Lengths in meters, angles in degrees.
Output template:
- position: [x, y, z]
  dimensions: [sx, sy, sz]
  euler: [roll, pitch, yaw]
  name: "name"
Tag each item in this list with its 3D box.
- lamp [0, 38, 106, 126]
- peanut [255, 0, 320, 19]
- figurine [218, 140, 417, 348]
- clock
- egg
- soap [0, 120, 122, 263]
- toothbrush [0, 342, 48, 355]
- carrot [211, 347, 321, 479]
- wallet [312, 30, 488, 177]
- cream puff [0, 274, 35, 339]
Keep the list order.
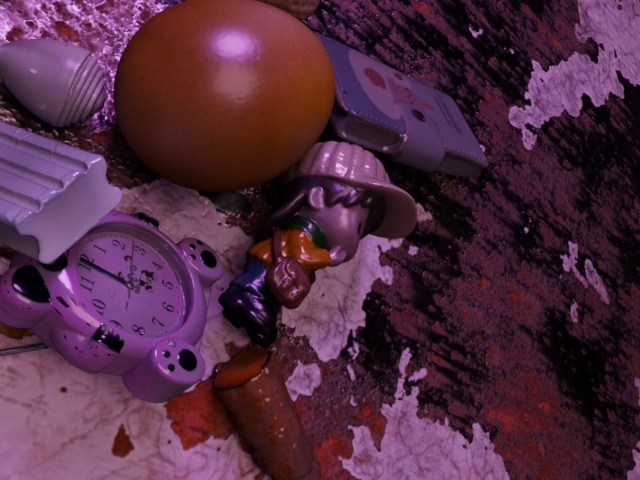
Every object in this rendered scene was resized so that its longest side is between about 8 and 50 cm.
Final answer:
- position: [-0.359, -0.211, 0.729]
  dimensions: [0.193, 0.106, 0.106]
  euler: [24, 68, -23]
  name: "lamp"
- position: [-0.095, -0.419, 0.964]
  dimensions: [0.214, 0.090, 0.098]
  euler: [-2, 94, -37]
  name: "peanut"
- position: [-0.027, -0.014, 0.897]
  dimensions: [0.332, 0.185, 0.204]
  euler: [-36, 73, -18]
  name: "figurine"
- position: [-0.245, 0.059, 0.722]
  dimensions: [0.248, 0.090, 0.227]
  euler: [34, 36, -28]
  name: "clock"
- position: [-0.118, -0.197, 0.806]
  dimensions: [0.322, 0.250, 0.250]
  euler: [-30, 99, -44]
  name: "egg"
- position: [-0.333, -0.060, 0.654]
  dimensions: [0.119, 0.198, 0.066]
  euler: [-50, 147, -33]
  name: "soap"
- position: [-0.337, 0.126, 0.730]
  dimensions: [0.167, 0.011, 0.014]
  euler: [-6, 79, -37]
  name: "toothbrush"
- position: [-0.059, 0.283, 0.853]
  dimensions: [0.102, 0.102, 0.263]
  euler: [-34, 105, -36]
  name: "carrot"
- position: [0.141, -0.228, 1.069]
  dimensions: [0.361, 0.083, 0.252]
  euler: [12, 46, -33]
  name: "wallet"
- position: [-0.358, 0.083, 0.699]
  dimensions: [0.083, 0.083, 0.058]
  euler: [4, 123, -46]
  name: "cream puff"
